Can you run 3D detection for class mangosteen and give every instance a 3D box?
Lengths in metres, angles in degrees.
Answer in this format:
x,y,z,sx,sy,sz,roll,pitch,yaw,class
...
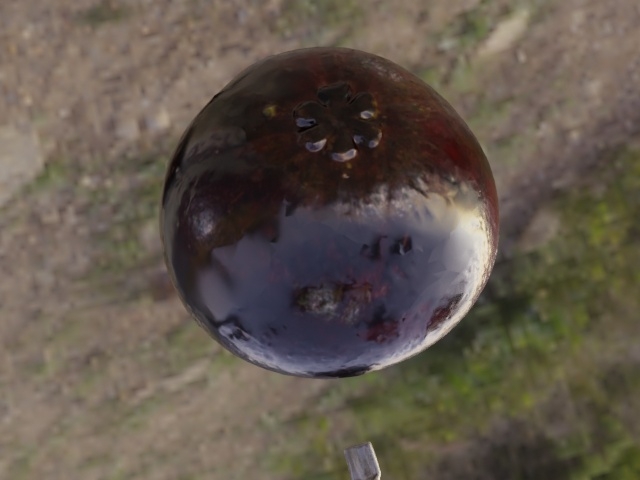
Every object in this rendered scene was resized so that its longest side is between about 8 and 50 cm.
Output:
x,y,z,sx,sy,sz,roll,pitch,yaw,class
0.000,0.000,1.323,0.235,0.235,0.261,-9,145,-12,mangosteen

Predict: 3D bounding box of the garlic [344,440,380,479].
x,y,z,sx,sy,sz,roll,pitch,yaw,class
0.044,0.249,1.520,0.131,0.194,0.127,-2,153,11,garlic
